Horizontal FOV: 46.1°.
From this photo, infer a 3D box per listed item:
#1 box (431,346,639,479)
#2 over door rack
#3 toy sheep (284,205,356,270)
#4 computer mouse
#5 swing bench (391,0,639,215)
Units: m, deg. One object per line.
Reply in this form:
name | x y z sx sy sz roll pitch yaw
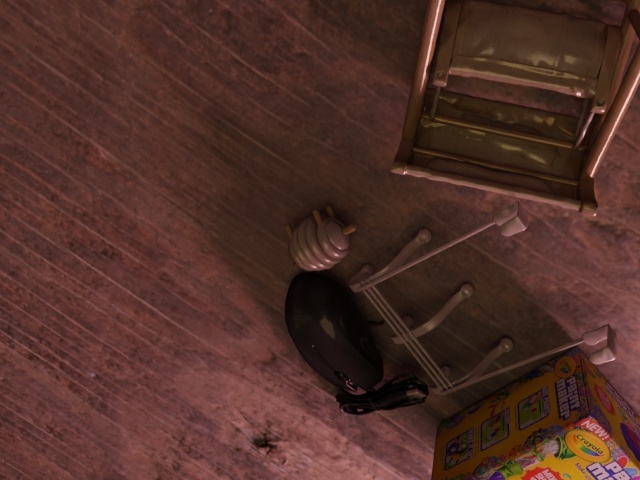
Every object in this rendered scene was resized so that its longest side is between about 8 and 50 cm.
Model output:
box | 0.370 0.371 1.150 0.279 0.177 0.290 -38 101 25
over door rack | 0.227 0.087 1.070 0.324 0.108 0.239 -26 108 45
toy sheep | 0.000 0.000 1.115 0.132 0.091 0.091 -26 108 43
computer mouse | 0.030 0.175 1.177 0.189 0.072 0.272 -22 106 42
swing bench | 0.241 -0.191 0.922 0.254 0.165 0.254 14 123 7
